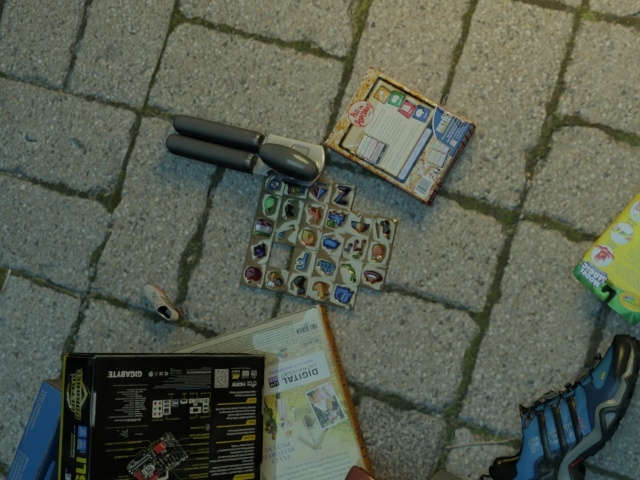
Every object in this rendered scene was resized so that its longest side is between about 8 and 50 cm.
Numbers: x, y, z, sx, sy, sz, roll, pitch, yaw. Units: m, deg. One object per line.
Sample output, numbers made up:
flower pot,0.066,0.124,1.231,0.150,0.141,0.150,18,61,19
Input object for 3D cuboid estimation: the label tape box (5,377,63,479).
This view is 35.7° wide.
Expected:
label tape box,-0.395,0.336,1.515,0.105,0.333,0.241,21,90,16

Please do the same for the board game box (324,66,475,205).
board game box,0.126,-0.166,1.580,0.193,0.045,0.147,32,93,14

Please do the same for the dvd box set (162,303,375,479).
dvd box set,-0.079,0.345,1.579,0.307,0.062,0.421,-19,81,11

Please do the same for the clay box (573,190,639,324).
clay box,0.491,0.005,1.473,0.127,0.053,0.222,42,97,13

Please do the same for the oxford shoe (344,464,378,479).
oxford shoe,0.144,0.488,1.447,0.348,0.123,0.130,40,79,9

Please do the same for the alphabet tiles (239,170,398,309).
alphabet tiles,0.000,0.000,1.616,0.237,0.009,0.198,12,88,14

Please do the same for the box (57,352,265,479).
box,-0.219,0.289,1.424,0.079,0.322,0.257,-1,85,43

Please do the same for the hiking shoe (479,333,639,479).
hiking shoe,0.359,0.259,1.452,0.132,0.113,0.304,30,93,13

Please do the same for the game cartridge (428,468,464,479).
game cartridge,0.274,0.436,1.414,0.297,0.198,0.062,30,92,17

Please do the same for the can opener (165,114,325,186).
can opener,-0.123,-0.154,1.620,0.280,0.093,0.074,14,73,19

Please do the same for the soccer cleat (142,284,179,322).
soccer cleat,-0.269,0.104,1.658,0.029,0.035,0.083,-44,77,7
